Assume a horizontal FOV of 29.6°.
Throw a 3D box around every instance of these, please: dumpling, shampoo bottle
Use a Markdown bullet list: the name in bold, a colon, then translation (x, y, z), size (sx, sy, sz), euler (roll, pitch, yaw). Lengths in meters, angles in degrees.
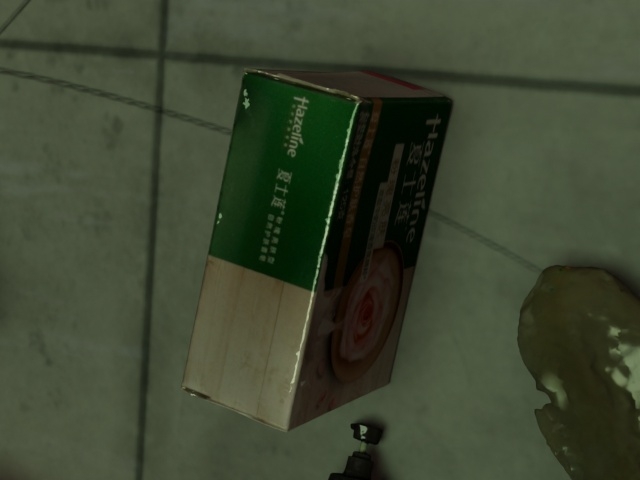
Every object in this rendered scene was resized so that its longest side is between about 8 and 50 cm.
- **dumpling**: translation (0.234, 0.147, 0.639), size (0.332, 0.086, 0.166), euler (27, 75, 24)
- **shampoo bottle**: translation (0.015, 0.185, 0.774), size (0.048, 0.027, 0.137), euler (5, 75, 43)

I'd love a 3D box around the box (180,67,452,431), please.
- **box**: translation (0.000, 0.000, 0.725), size (0.081, 0.135, 0.199), euler (20, 106, 26)
